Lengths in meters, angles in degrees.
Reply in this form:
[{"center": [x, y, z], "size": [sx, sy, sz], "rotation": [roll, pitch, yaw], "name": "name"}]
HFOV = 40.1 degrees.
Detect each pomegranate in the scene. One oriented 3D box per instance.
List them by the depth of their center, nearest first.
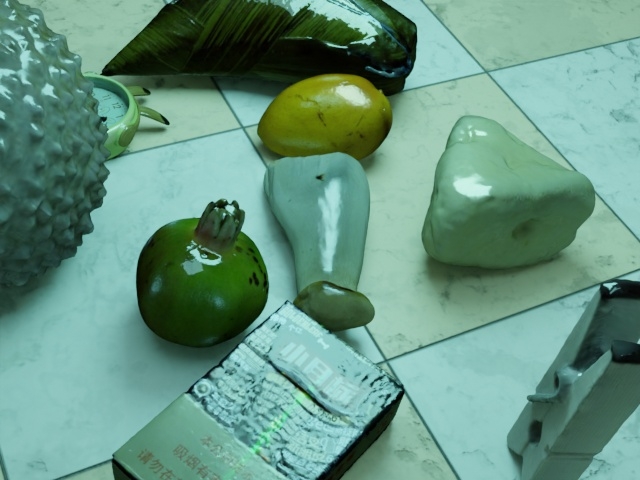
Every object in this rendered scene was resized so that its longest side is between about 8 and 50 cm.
[{"center": [-0.147, 0.036, 1.132], "size": [0.180, 0.209, 0.180], "rotation": [16, 39, -14], "name": "pomegranate"}]

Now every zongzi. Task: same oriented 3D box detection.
[{"center": [-0.088, -0.307, 1.477], "size": [0.403, 0.208, 0.432], "rotation": [39, 68, 14], "name": "zongzi"}]

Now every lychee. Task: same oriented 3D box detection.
[{"center": [-0.463, -0.126, 1.104], "size": [0.380, 0.432, 0.380], "rotation": [-17, 52, 23], "name": "lychee"}]

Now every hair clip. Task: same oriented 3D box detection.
[{"center": [0.292, 0.180, 0.995], "size": [0.085, 0.330, 0.101], "rotation": [1, 50, -12], "name": "hair clip"}]

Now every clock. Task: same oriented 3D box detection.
[{"center": [-0.361, -0.195, 1.393], "size": [0.232, 0.069, 0.170], "rotation": [-19, 54, -26], "name": "clock"}]

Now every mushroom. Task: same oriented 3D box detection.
[{"center": [0.000, 0.000, 1.266], "size": [0.159, 0.122, 0.328], "rotation": [-22, 45, 19], "name": "mushroom"}]

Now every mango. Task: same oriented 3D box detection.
[{"center": [0.006, -0.193, 1.410], "size": [0.219, 0.144, 0.112], "rotation": [-6, 8, 2], "name": "mango"}]

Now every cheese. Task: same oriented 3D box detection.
[{"center": [0.233, -0.068, 1.309], "size": [0.248, 0.173, 0.251], "rotation": [-18, 55, -35], "name": "cheese"}]

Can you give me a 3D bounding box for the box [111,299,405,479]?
[{"center": [-0.068, 0.234, 1.052], "size": [0.198, 0.084, 0.310], "rotation": [35, 53, 20], "name": "box"}]
